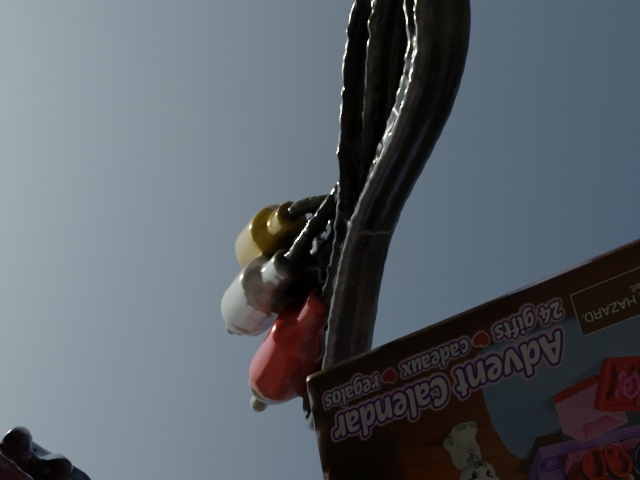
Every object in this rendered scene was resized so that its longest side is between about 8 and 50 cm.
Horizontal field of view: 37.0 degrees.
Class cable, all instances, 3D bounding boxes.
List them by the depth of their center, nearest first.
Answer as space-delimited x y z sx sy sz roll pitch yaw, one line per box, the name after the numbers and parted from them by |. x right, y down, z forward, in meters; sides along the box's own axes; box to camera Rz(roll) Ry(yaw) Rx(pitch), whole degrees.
0.000 0.000 0.455 0.072 0.287 0.139 -2 -120 -13 | cable

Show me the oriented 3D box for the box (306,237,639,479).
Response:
0.139 0.090 0.281 0.293 0.057 0.201 -27 -120 28 | box

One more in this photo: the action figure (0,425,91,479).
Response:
-0.235 0.174 0.242 0.248 0.276 0.370 34 -115 -10 | action figure
